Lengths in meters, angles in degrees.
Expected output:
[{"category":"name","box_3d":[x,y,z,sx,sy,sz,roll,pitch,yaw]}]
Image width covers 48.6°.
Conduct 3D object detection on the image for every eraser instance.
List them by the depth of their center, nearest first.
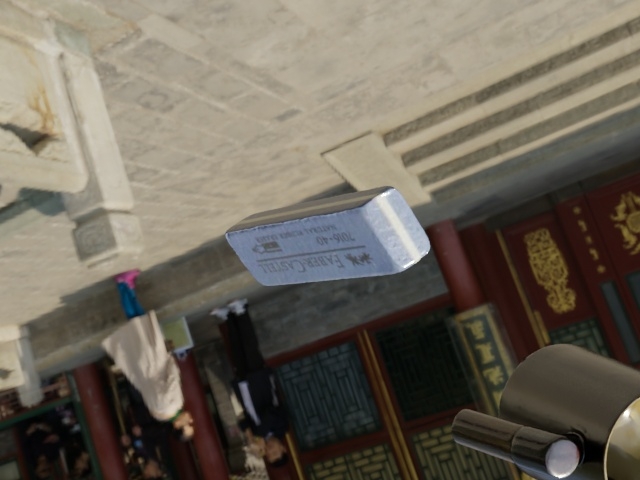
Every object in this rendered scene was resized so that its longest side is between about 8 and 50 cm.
[{"category":"eraser","box_3d":[0.000,0.000,0.719,0.225,0.082,0.036,-8,-147,44]}]

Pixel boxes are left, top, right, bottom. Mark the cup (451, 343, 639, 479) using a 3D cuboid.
[{"category":"cup","box_3d":[0.276,0.222,0.755,0.239,0.166,0.177,-22,-172,-14]}]
